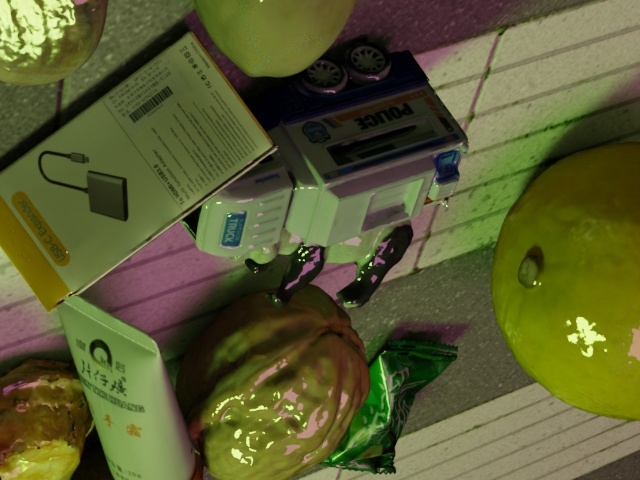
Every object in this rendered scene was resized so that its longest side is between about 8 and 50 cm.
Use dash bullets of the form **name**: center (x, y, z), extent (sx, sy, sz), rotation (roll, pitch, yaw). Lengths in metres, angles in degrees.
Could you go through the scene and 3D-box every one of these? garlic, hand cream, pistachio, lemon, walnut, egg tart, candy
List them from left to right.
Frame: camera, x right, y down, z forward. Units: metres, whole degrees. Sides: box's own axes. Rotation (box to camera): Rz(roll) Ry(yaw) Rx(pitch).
- **egg tart**: center (-0.316, 0.210, 1.885), extent (0.212, 0.090, 0.212), rotation (-22, 148, -15)
- **garlic**: center (-0.231, -0.175, 1.418), extent (0.128, 0.090, 0.198), rotation (-4, 148, -21)
- **hand cream**: center (-0.181, 0.166, 1.847), extent (0.089, 0.139, 0.314), rotation (-45, 143, -30)
- **walnut**: center (-0.054, 0.159, 1.971), extent (0.245, 0.198, 0.198), rotation (-40, 152, 29)
- **pistachio**: center (-0.036, -0.223, 1.486), extent (0.238, 0.153, 0.138), rotation (94, 16, -57)
- **candy**: center (0.080, 0.204, 2.300), extent (0.141, 0.078, 0.203), rotation (-6, 130, -58)
- **lemon**: center (0.356, 0.046, 2.102), extent (0.348, 0.348, 0.348), rotation (-26, 150, -16)

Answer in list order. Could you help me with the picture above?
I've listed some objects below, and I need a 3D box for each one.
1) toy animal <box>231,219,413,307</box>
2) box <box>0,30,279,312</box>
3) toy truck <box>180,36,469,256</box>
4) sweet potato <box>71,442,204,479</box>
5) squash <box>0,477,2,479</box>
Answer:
- **toy animal**: center (0.000, 0.000, 1.893), extent (0.225, 0.094, 0.121), rotation (-1, 126, -31)
- **box**: center (-0.171, -0.059, 1.590), extent (0.247, 0.129, 0.033), rotation (-35, 180, 4)
- **toy truck**: center (-0.012, -0.072, 1.705), extent (0.268, 0.155, 0.124), rotation (-19, 148, -25)
- **sweet potato**: center (-0.278, 0.309, 1.988), extent (0.422, 0.130, 0.130), rotation (-23, 150, -42)
- **squash**: center (-0.398, 0.261, 1.741), extent (0.172, 0.218, 0.218), rotation (8, 130, -43)
